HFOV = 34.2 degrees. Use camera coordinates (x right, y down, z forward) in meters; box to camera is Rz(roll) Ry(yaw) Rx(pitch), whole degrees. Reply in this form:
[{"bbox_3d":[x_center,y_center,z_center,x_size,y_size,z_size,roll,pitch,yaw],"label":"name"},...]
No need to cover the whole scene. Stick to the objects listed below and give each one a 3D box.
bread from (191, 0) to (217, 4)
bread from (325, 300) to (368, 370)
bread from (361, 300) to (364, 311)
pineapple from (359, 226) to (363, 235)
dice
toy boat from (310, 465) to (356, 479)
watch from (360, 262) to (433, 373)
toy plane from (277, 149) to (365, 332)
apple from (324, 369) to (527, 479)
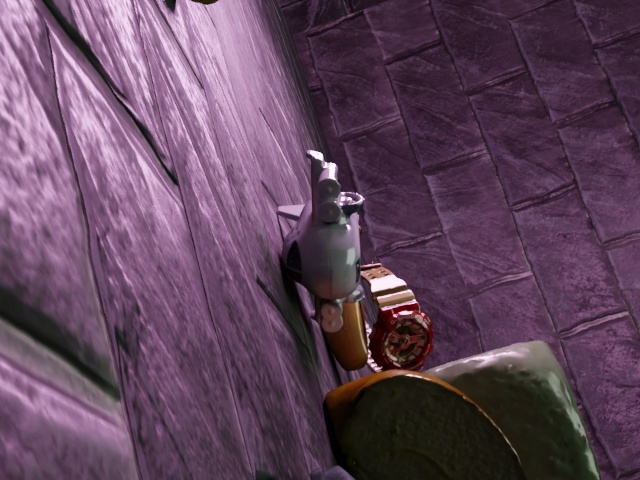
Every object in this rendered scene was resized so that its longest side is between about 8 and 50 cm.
[{"bbox_3d":[-0.150,-0.339,1.188,0.139,0.071,0.130,66,10,-59],"label":"bread"},{"bbox_3d":[0.035,0.136,1.541,0.082,0.056,0.115,143,-59,-76],"label":"bread"},{"bbox_3d":[0.032,0.039,1.977,0.088,0.049,0.226,64,9,-56],"label":"bread"},{"bbox_3d":[0.011,0.006,1.592,0.077,0.114,0.114,53,-3,11],"label":"pineapple"},{"bbox_3d":[0.251,0.347,1.619,0.330,0.318,0.322,42,30,-79],"label":"dice"},{"bbox_3d":[0.034,0.270,0.797,0.319,0.092,0.141,-117,-175,-69],"label":"toy boat"},{"bbox_3d":[0.082,0.114,1.633,0.268,0.102,0.164,-130,-146,-57],"label":"watch"},{"bbox_3d":[0.000,0.000,1.377,0.245,0.118,0.244,179,-90,-89],"label":"toy plane"},{"bbox_3d":[0.124,0.317,1.263,0.254,0.179,0.346,-12,-82,55],"label":"apple"}]
